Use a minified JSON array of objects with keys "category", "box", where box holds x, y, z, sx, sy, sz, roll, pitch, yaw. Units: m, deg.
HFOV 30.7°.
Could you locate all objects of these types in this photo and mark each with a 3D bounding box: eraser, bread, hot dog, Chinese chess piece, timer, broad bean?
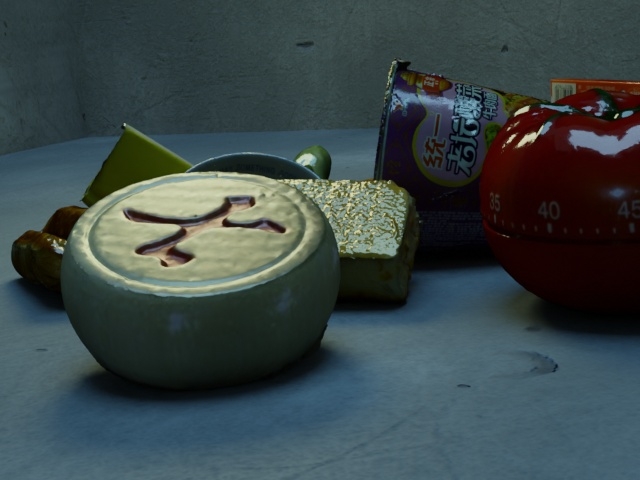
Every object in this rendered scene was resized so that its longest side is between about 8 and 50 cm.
[{"category":"eraser","box":[-0.279,-0.075,1.986,0.226,0.158,0.069,31,1,-9]},{"category":"bread","box":[0.000,0.000,1.697,0.274,0.114,0.185,3,41,14]},{"category":"hot dog","box":[-0.405,0.020,1.895,0.158,0.117,0.349,-38,16,-18]},{"category":"Chinese chess piece","box":[-0.144,0.041,1.418,0.338,0.140,0.338,-1,29,0]},{"category":"timer","box":[0.399,-0.053,1.529,0.378,0.279,0.378,-5,13,1]},{"category":"broad bean","box":[-0.033,-0.099,2.237,0.100,0.169,0.228,19,12,-3]}]

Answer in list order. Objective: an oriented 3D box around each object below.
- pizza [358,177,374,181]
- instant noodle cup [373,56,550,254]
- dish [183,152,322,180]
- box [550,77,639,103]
[{"category":"pizza","box":[0.125,-0.089,2.352,0.182,0.074,0.365,6,16,37]},{"category":"instant noodle cup","box":[0.230,-0.122,1.897,0.266,0.340,0.340,6,12,8]},{"category":"dish","box":[-0.112,-0.008,1.894,0.273,0.134,0.273,1,44,-1]},{"category":"box","box":[0.483,-0.139,1.966,0.048,0.265,0.273,-7,12,-22]}]
